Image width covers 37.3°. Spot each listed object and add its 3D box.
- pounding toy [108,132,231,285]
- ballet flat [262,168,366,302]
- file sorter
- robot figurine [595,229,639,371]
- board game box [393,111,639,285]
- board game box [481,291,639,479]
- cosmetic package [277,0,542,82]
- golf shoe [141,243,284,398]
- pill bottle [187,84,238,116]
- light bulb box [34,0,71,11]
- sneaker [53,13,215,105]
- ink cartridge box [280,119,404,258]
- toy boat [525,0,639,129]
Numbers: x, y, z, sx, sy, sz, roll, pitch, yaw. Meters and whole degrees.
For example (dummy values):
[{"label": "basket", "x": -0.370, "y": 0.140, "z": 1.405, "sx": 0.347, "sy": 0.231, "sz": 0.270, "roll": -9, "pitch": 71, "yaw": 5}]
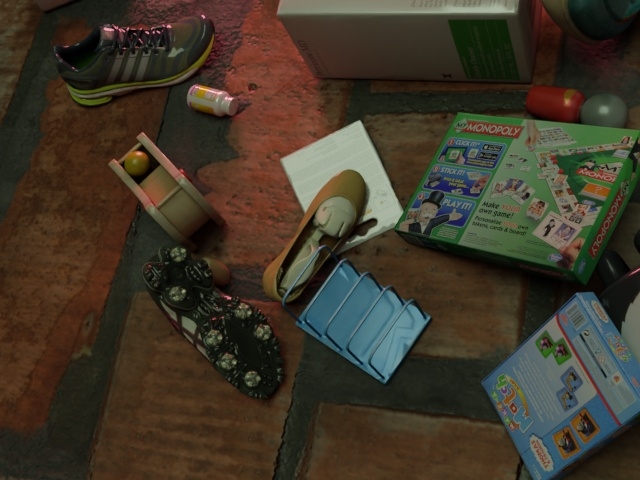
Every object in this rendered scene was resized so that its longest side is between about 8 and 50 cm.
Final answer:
[{"label": "pounding toy", "x": -0.253, "y": -0.037, "z": 1.481, "sx": 0.155, "sy": 0.154, "sz": 0.269, "roll": -43, "pitch": 61, "yaw": -3}, {"label": "ballet flat", "x": 0.000, "y": 0.000, "z": 1.409, "sx": 0.080, "sy": 0.073, "sz": 0.232, "roll": 33, "pitch": 93, "yaw": -17}, {"label": "file sorter", "x": 0.048, "y": 0.102, "z": 1.346, "sx": 0.170, "sy": 0.104, "sz": 0.118, "roll": 31, "pitch": 81, "yaw": 27}, {"label": "robot figurine", "x": 0.443, "y": 0.121, "z": 1.162, "sx": 0.174, "sy": 0.209, "sz": 0.278, "roll": -6, "pitch": 58, "yaw": -28}, {"label": "board game box", "x": 0.270, "y": -0.068, "z": 1.309, "sx": 0.317, "sy": 0.046, "sz": 0.213, "roll": 16, "pitch": 71, "yaw": 49}, {"label": "board game box", "x": 0.305, "y": 0.189, "z": 1.184, "sx": 0.211, "sy": 0.039, "sz": 0.160, "roll": -53, "pitch": 51, "yaw": 41}, {"label": "cosmetic package", "x": 0.142, "y": -0.358, "z": 1.464, "sx": 0.366, "sy": 0.197, "sz": 0.155, "roll": 4, "pitch": 70, "yaw": 22}, {"label": "golf shoe", "x": -0.157, "y": 0.125, "z": 1.416, "sx": 0.105, "sy": 0.120, "sz": 0.273, "roll": -37, "pitch": 82, "yaw": -24}, {"label": "pill bottle", "x": -0.182, "y": -0.235, "z": 1.605, "sx": 0.083, "sy": 0.043, "sz": 0.043, "roll": 19, "pitch": 75, "yaw": 24}, {"label": "light bulb box", "x": -0.517, "y": -0.690, "z": 1.737, "sx": 0.225, "sy": 0.361, "sz": 0.357, "roll": -17, "pitch": 63, "yaw": 9}, {"label": "sneaker", "x": -0.327, "y": -0.327, "z": 1.650, "sx": 0.300, "sy": 0.121, "sz": 0.111, "roll": -19, "pitch": 63, "yaw": 10}, {"label": "ink cartridge box", "x": 0.038, "y": -0.078, "z": 1.475, "sx": 0.145, "sy": 0.045, "sz": 0.179, "roll": -26, "pitch": 80, "yaw": 6}, {"label": "toy boat", "x": 0.402, "y": -0.312, "z": 1.360, "sx": 0.148, "sy": 0.267, "sz": 0.318, "roll": 20, "pitch": 106, "yaw": 32}]
